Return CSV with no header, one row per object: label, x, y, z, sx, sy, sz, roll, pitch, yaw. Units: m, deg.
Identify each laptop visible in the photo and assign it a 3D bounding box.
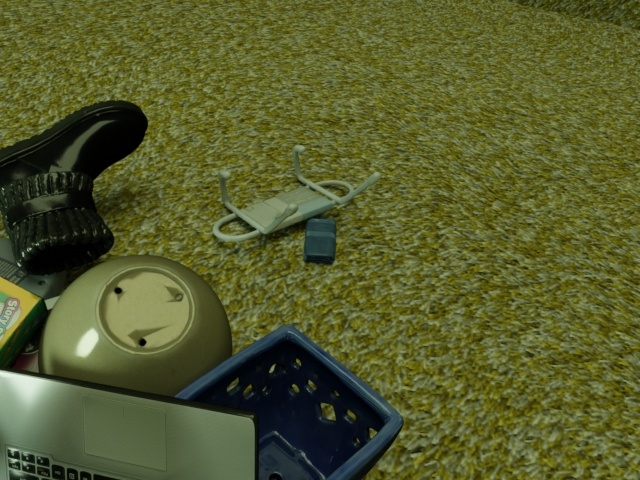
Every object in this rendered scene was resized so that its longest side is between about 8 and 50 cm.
laptop,-0.286,0.391,0.704,0.382,0.407,0.236,5,11,18

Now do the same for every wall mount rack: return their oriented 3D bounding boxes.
wall mount rack,-0.049,-0.096,1.344,0.350,0.130,0.304,-24,34,-29

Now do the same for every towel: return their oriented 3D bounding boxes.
towel,0.000,0.000,1.360,0.067,0.029,0.119,5,43,-1

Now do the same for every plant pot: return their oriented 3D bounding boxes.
plant pot,-0.252,0.132,0.911,0.284,0.191,0.283,9,61,-16
plant pot,-0.060,0.299,0.900,0.236,0.212,0.236,36,44,26

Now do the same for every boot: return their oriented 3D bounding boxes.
boot,-0.444,-0.101,1.221,0.348,0.131,0.260,-32,63,-17

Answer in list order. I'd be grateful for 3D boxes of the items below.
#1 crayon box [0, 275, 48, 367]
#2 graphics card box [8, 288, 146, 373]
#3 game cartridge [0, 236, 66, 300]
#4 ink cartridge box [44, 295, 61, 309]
crayon box,-0.528,0.162,0.870,0.165,0.081,0.278,29,59,0
graphics card box,-0.410,0.227,0.974,0.371,0.094,0.232,-19,70,-24
game cartridge,-0.601,0.121,1.131,0.196,0.060,0.294,18,45,15
ink cartridge box,-0.410,0.144,1.126,0.151,0.063,0.109,-18,50,-25
